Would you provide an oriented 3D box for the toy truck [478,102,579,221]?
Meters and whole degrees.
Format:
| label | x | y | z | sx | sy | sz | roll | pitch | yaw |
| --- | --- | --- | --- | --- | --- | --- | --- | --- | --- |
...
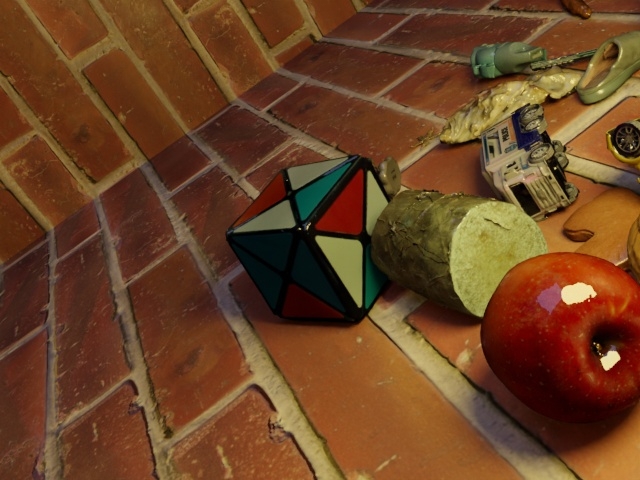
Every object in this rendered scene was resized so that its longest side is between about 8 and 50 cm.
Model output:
| label | x | y | z | sx | sy | sz | roll | pitch | yaw |
| --- | --- | --- | --- | --- | --- | --- | --- | --- | --- |
| toy truck | 0.398 | -0.147 | 1.355 | 0.155 | 0.124 | 0.268 | -28 | 25 | 26 |

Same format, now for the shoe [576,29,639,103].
| label | x | y | z | sx | sy | sz | roll | pitch | yaw |
| --- | --- | --- | --- | --- | --- | --- | --- | --- | --- |
| shoe | 0.653 | -0.407 | 1.525 | 0.251 | 0.100 | 0.103 | -45 | 29 | -16 |

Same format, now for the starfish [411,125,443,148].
| label | x | y | z | sx | sy | sz | roll | pitch | yaw |
| --- | --- | --- | --- | --- | --- | --- | --- | --- | --- |
| starfish | 0.277 | -0.264 | 1.793 | 0.092 | 0.016 | 0.086 | -22 | 31 | 17 |

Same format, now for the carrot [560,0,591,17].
| label | x | y | z | sx | sy | sz | roll | pitch | yaw |
| --- | --- | --- | --- | --- | --- | --- | --- | --- | --- |
| carrot | 0.715 | -0.673 | 1.943 | 0.059 | 0.059 | 0.248 | -23 | 31 | 19 |

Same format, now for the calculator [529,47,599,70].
| label | x | y | z | sx | sy | sz | roll | pitch | yaw |
| --- | --- | --- | --- | --- | --- | --- | --- | --- | --- |
| calculator | 0.600 | -0.440 | 1.680 | 0.171 | 0.018 | 0.057 | -9 | 2 | 27 |

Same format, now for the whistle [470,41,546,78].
| label | x | y | z | sx | sy | sz | roll | pitch | yaw |
| --- | --- | --- | --- | --- | --- | --- | --- | --- | --- |
| whistle | 0.479 | -0.477 | 1.812 | 0.186 | 0.093 | 0.274 | -21 | 17 | -17 |

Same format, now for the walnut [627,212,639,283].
| label | x | y | z | sx | sy | sz | roll | pitch | yaw |
| --- | --- | --- | --- | --- | --- | --- | --- | --- | --- |
| walnut | 0.506 | 0.008 | 0.971 | 0.144 | 0.144 | 0.180 | -17 | 40 | 29 |

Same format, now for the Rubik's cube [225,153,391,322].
| label | x | y | z | sx | sy | sz | roll | pitch | yaw |
| --- | --- | --- | --- | --- | --- | --- | --- | --- | --- |
| Rubik's cube | 0.000 | 0.000 | 1.409 | 0.246 | 0.248 | 0.250 | -3 | 39 | 44 |

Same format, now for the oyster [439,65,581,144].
| label | x | y | z | sx | sy | sz | roll | pitch | yaw |
| --- | --- | --- | --- | --- | --- | --- | --- | --- | --- |
| oyster | 0.437 | -0.334 | 1.637 | 0.354 | 0.107 | 0.201 | -33 | 23 | 1 |

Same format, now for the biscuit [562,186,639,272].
| label | x | y | z | sx | sy | sz | roll | pitch | yaw |
| --- | --- | --- | --- | --- | --- | --- | --- | --- | --- |
| biscuit | 0.470 | -0.011 | 1.147 | 0.186 | 0.036 | 0.192 | -32 | 26 | 7 |

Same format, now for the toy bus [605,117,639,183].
| label | x | y | z | sx | sy | sz | roll | pitch | yaw |
| --- | --- | --- | --- | --- | --- | --- | --- | --- | --- |
| toy bus | 0.603 | -0.118 | 1.036 | 0.145 | 0.151 | 0.331 | -23 | 22 | -26 |

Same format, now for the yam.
| label | x | y | z | sx | sy | sz | roll | pitch | yaw |
| --- | --- | --- | --- | --- | --- | --- | --- | --- | --- |
| yam | 0.223 | 0.003 | 1.235 | 0.202 | 0.201 | 0.271 | -41 | 22 | -17 |

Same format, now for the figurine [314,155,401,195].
| label | x | y | z | sx | sy | sz | roll | pitch | yaw |
| --- | --- | --- | --- | --- | --- | --- | --- | --- | --- |
| figurine | 0.007 | -0.110 | 1.672 | 0.386 | 0.166 | 0.207 | -13 | 17 | 29 |

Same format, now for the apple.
| label | x | y | z | sx | sy | sz | roll | pitch | yaw |
| --- | --- | --- | --- | --- | --- | --- | --- | --- | --- |
| apple | 0.321 | 0.123 | 0.897 | 0.218 | 0.218 | 0.201 | -34 | 2 | -1 |
